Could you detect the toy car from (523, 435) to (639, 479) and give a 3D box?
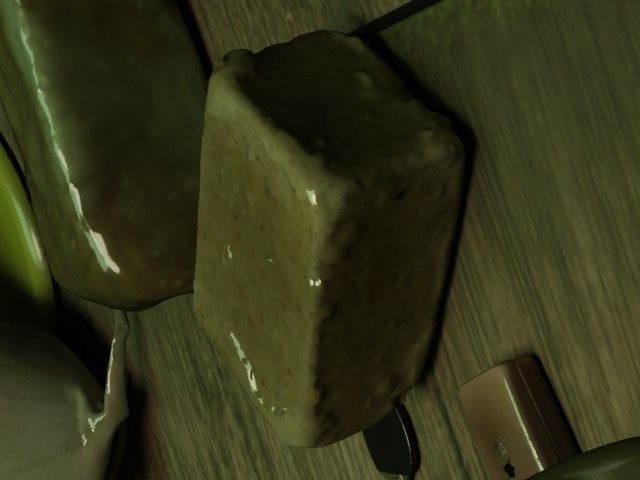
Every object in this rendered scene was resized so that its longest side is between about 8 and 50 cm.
[{"bbox_3d":[0.135,0.198,0.665,0.235,0.145,0.235,62,169,21],"label":"toy car"}]

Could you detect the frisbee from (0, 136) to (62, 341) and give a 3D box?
[{"bbox_3d":[-0.266,0.004,1.429,0.236,0.017,0.236,41,140,46],"label":"frisbee"}]

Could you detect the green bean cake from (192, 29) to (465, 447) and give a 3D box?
[{"bbox_3d":[0.000,0.000,0.829,0.109,0.085,0.179,47,146,37],"label":"green bean cake"}]

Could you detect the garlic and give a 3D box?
[{"bbox_3d":[-0.242,0.147,1.345,0.340,0.231,0.246,1,80,32],"label":"garlic"}]

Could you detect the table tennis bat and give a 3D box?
[{"bbox_3d":[0.039,0.115,0.917,0.050,0.007,0.083,-14,93,64],"label":"table tennis bat"}]

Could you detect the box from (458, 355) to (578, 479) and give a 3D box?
[{"bbox_3d":[0.099,0.110,0.777,0.115,0.025,0.048,66,155,9],"label":"box"}]

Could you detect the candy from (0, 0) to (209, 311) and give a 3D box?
[{"bbox_3d":[-0.122,-0.075,1.001,0.104,0.102,0.234,-16,90,64],"label":"candy"}]
